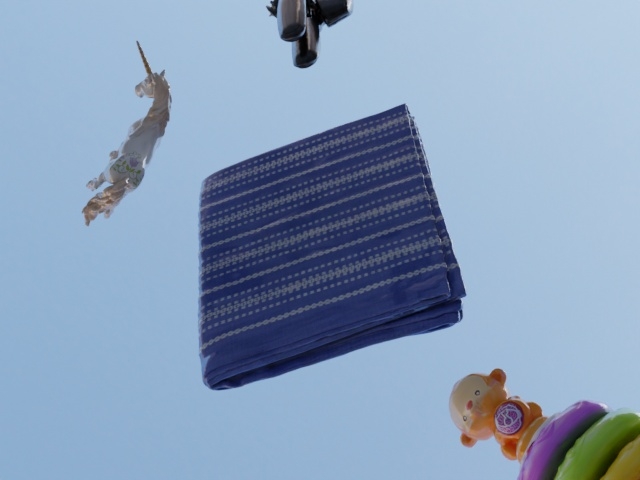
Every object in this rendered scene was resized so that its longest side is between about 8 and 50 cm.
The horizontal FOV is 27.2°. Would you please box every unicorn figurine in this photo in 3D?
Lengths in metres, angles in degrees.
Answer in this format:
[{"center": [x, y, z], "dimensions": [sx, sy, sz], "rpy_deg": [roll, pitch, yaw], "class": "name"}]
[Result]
[{"center": [-0.183, -0.093, 1.290], "dimensions": [0.060, 0.111, 0.162], "rpy_deg": [18, -123, -22], "class": "unicorn figurine"}]

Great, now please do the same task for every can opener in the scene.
[{"center": [-0.016, -0.196, 1.156], "dimensions": [0.073, 0.059, 0.186], "rpy_deg": [-30, -164, 17], "class": "can opener"}]

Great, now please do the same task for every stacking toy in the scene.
[{"center": [0.209, 0.176, 0.958], "dimensions": [0.301, 0.165, 0.175], "rpy_deg": [31, -77, 36], "class": "stacking toy"}]

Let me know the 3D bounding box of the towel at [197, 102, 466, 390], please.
[{"center": [0.000, 0.000, 1.246], "dimensions": [0.243, 0.040, 0.336], "rpy_deg": [-18, -146, 8], "class": "towel"}]
